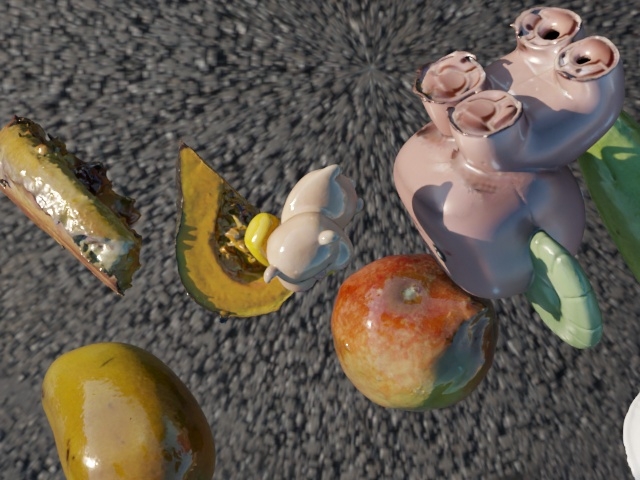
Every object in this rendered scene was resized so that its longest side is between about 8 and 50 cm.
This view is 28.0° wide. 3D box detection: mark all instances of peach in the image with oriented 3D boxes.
[{"bbox_3d":[0.142,0.121,1.780,0.232,0.232,0.257,47,138,-4],"label":"peach"}]

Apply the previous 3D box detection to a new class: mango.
[{"bbox_3d":[-0.275,0.269,1.815,0.211,0.173,0.317,-36,61,-8],"label":"mango"}]

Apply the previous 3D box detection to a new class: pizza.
[{"bbox_3d":[-0.238,-0.043,1.228,0.085,0.305,0.161,-45,128,-10],"label":"pizza"}]

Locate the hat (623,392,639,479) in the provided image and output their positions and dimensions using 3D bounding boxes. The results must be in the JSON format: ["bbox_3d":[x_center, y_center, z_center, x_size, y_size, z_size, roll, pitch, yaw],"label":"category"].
[{"bbox_3d":[0.425,0.201,1.314,0.203,0.126,0.203,10,58,-17],"label":"hat"}]

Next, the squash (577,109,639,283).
[{"bbox_3d":[0.368,-0.021,1.399,0.118,0.118,0.370,-38,108,6],"label":"squash"}]

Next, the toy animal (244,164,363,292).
[{"bbox_3d":[0.000,0.000,1.109,0.114,0.082,0.091,-43,118,3],"label":"toy animal"}]

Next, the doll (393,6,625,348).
[{"bbox_3d":[0.189,-0.050,1.216,0.216,0.284,0.268,-27,133,-5],"label":"doll"}]

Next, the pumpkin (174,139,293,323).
[{"bbox_3d":[-0.162,-0.005,1.898,0.163,0.111,0.278,-45,106,1],"label":"pumpkin"}]
